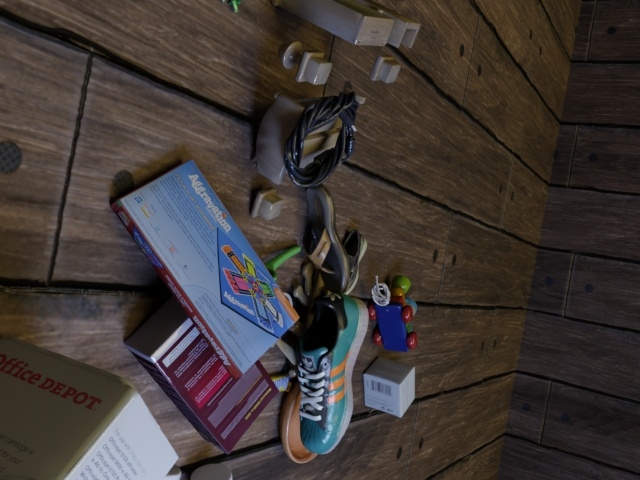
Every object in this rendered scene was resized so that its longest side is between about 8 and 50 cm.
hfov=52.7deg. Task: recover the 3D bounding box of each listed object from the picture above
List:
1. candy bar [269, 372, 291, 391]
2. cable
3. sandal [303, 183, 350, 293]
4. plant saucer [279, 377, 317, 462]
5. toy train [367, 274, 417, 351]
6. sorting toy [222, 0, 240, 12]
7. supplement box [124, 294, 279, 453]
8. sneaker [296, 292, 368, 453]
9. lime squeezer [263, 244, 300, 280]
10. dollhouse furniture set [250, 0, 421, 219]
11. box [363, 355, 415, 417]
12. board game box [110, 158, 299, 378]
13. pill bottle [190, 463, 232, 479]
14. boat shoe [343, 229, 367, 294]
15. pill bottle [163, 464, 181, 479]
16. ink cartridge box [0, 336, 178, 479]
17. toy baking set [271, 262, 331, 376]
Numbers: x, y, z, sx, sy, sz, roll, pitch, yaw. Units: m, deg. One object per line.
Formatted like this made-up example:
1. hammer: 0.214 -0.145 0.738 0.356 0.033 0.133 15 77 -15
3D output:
1. candy bar: -0.101 0.268 1.189 0.161 0.018 0.040 9 91 -58
2. cable: 0.008 -0.161 1.028 0.184 0.047 0.150 -28 145 -50
3. sandal: 0.000 0.000 1.219 0.060 0.090 0.219 -22 112 -30
4. plant saucer: -0.025 0.350 1.320 0.200 0.037 0.200 -26 121 -54
5. toy train: 0.178 0.134 1.540 0.143 0.105 0.248 -61 146 -46
6. sorting toy: -0.134 -0.381 0.952 0.062 0.012 0.083 -64 145 -26
7. supplement box: -0.168 0.192 0.964 0.130 0.073 0.239 -47 130 -28
8. sneaker: -0.002 0.244 1.204 0.121 0.108 0.302 18 81 -47
9. lime squeezer: -0.108 0.093 1.090 0.310 0.059 0.110 -59 143 -33
10. dollhouse furniture set: -0.021 -0.251 1.140 0.303 0.174 0.355 -23 142 -53
11. box: 0.169 0.355 1.577 0.087 0.101 0.102 -38 131 -49
12. board game box: -0.151 0.035 0.896 0.281 0.027 0.145 57 44 -7
13. pill bottle: -0.174 0.452 1.054 0.087 0.087 0.160 -24 118 -54
14. boat shoe: 0.054 0.045 1.352 0.049 0.056 0.152 54 43 -44
15. pill bottle: -0.281 0.409 0.795 0.161 0.161 0.283 32 71 -57
16. ink cartridge box: -0.326 0.263 0.617 0.307 0.223 0.129 -53 140 -38
17. toy baking set: -0.042 0.157 1.248 0.256 0.030 0.196 -46 131 -49
